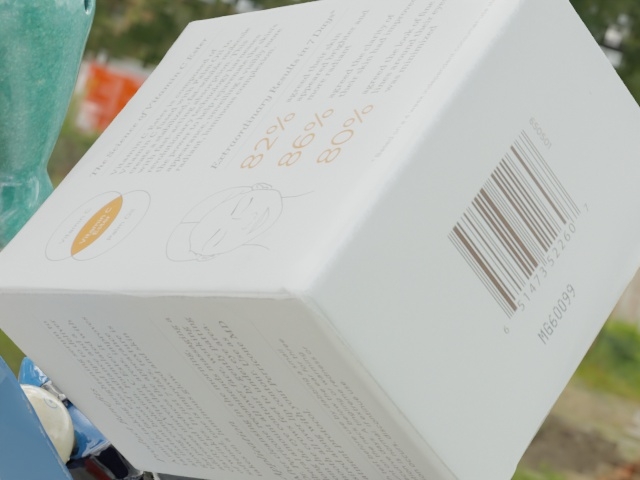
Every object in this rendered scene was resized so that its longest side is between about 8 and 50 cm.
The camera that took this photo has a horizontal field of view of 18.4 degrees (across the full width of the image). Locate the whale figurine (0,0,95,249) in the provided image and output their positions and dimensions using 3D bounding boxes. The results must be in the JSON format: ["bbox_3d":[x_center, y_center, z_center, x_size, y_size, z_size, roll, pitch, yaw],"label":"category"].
[{"bbox_3d":[-0.240,-0.134,1.557,0.141,0.272,0.216,-6,11,13],"label":"whale figurine"}]

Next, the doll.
[{"bbox_3d":[-0.070,0.082,0.771,0.129,0.046,0.189,42,15,29],"label":"doll"}]

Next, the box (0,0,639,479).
[{"bbox_3d":[0.000,0.000,0.598,0.170,0.130,0.091,-1,-44,51],"label":"box"}]

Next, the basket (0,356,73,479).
[{"bbox_3d":[-0.059,0.201,0.517,0.201,0.289,0.255,-11,-39,9],"label":"basket"}]
